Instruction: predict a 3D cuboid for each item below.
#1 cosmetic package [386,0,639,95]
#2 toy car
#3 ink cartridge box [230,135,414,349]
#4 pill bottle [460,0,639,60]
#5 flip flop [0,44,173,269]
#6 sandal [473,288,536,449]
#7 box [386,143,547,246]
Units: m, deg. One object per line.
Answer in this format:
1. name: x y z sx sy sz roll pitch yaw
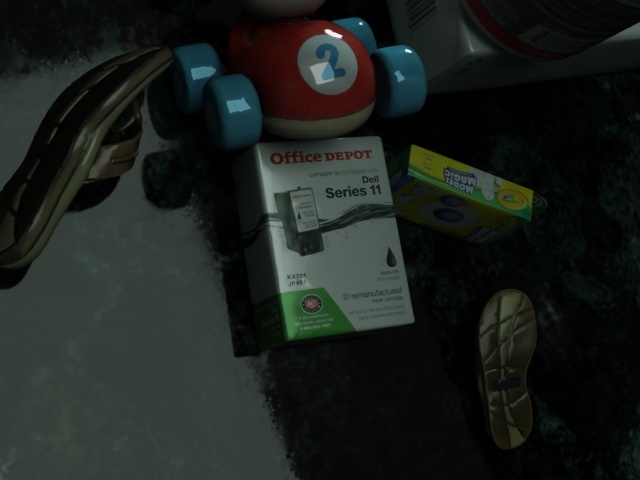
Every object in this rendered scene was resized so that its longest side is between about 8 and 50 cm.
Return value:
1. cosmetic package: 0.278 -0.310 1.253 0.385 0.156 0.217 -8 82 -25
2. toy car: -0.030 -0.237 1.035 0.219 0.210 0.238 -14 121 -20
3. ink cartridge box: 0.000 0.000 1.105 0.153 0.087 0.208 -6 80 -24
4. pill bottle: 0.292 -0.317 0.975 0.210 0.363 0.210 4 80 -22
5. flip flop: -0.228 -0.081 1.028 0.080 0.112 0.277 44 61 -37
6. sandal: 0.204 0.144 1.184 0.072 0.049 0.180 -4 95 -17
7. box: 0.153 -0.043 1.167 0.179 0.105 0.043 17 66 -18
